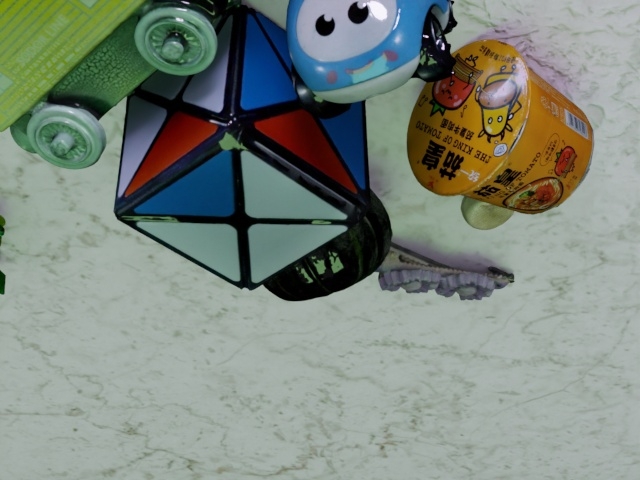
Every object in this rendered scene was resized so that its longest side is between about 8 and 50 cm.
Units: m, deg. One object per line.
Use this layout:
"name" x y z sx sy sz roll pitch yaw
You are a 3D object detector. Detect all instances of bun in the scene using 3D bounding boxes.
"bun" 0.251 -0.058 1.813 0.086 0.055 0.086 -10 144 -7

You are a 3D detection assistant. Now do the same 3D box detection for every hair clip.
"hair clip" 0.185 0.052 1.951 0.292 0.084 0.106 12 159 -20

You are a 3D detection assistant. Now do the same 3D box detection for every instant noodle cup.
"instant noodle cup" 0.247 -0.137 1.600 0.172 0.216 0.216 21 139 -36

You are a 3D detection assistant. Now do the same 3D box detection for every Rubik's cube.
"Rubik's cube" -0.102 -0.118 1.594 0.246 0.248 0.250 32 132 -32

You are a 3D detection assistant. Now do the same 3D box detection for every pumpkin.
"pumpkin" 0.000 0.000 1.774 0.220 0.220 0.162 -24 91 30

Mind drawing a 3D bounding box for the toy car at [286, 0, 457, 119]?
"toy car" 0.047 -0.272 1.399 0.188 0.255 0.190 -16 123 21

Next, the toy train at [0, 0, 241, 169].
"toy train" -0.297 -0.270 1.478 0.272 0.179 0.442 37 131 -26

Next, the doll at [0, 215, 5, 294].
"doll" -0.556 0.016 1.905 0.134 0.106 0.186 8 142 -17
